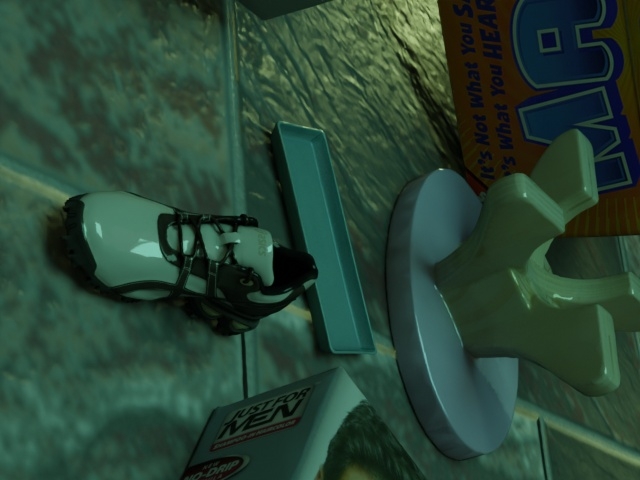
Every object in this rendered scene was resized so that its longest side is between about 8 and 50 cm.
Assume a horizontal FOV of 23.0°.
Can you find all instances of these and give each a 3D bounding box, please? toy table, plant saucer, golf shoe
[{"bbox_3d":[0.171,0.040,1.356,0.252,0.161,0.274,25,51,-49],"label":"toy table"},{"bbox_3d":[0.000,0.000,1.252,0.067,0.018,0.192,7,66,-56],"label":"plant saucer"},{"bbox_3d":[-0.083,0.003,1.049,0.198,0.094,0.077,20,56,-49],"label":"golf shoe"}]

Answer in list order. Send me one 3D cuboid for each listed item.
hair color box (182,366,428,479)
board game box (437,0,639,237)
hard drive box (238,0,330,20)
[{"bbox_3d":[-0.028,0.272,0.949,0.185,0.113,0.374,54,33,-22],"label":"hair color box"},{"bbox_3d":[0.349,-0.220,1.525,0.356,0.356,0.356,-29,112,-59],"label":"board game box"},{"bbox_3d":[-0.055,-0.311,1.185,0.181,0.089,0.232,31,50,-60],"label":"hard drive box"}]
